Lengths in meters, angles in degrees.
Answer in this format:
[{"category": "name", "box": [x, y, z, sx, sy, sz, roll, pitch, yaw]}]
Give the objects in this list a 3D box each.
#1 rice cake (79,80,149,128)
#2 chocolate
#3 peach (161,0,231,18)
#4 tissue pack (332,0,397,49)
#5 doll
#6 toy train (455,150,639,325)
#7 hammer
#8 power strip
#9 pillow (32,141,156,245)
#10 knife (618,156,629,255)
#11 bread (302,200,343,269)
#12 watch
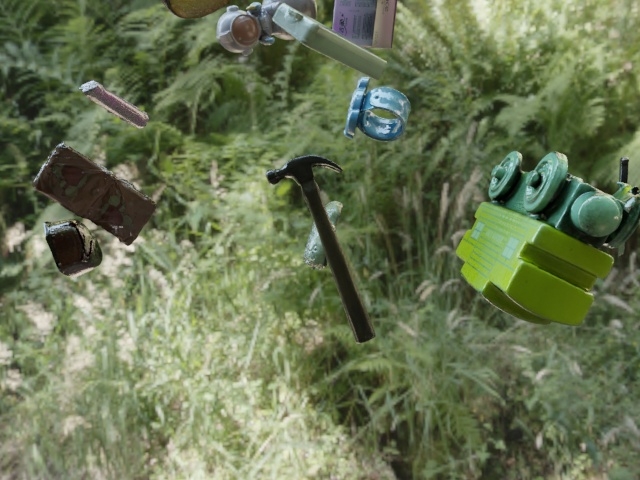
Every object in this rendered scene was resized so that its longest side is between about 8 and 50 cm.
[{"category": "rice cake", "box": [-0.550, -0.365, 1.936, 0.055, 0.049, 0.270, -40, -21, 6]}, {"category": "chocolate", "box": [-0.543, 0.013, 1.591, 0.080, 0.148, 0.125, -24, 28, 2]}, {"category": "peach", "box": [-0.244, -0.558, 1.494, 0.189, 0.068, 0.279, -50, -13, 25]}, {"category": "tissue pack", "box": [0.118, -0.635, 1.882, 0.149, 0.246, 0.092, 18, 20, 37]}, {"category": "doll", "box": [-0.141, -0.548, 1.788, 0.287, 0.151, 0.151, -32, 19, -31]}, {"category": "toy train", "box": [0.367, -0.007, 1.232, 0.179, 0.272, 0.442, 25, 7, -4]}, {"category": "hammer", "box": [0.024, 0.019, 1.610, 0.168, 0.439, 0.044, -20, -4, -2]}, {"category": "power strip", "box": [0.024, -0.385, 1.401, 0.270, 0.046, 0.118, 9, 26, -51]}, {"category": "pillow", "box": [-0.487, -0.102, 1.558, 0.248, 0.135, 0.049, 33, 24, -13]}, {"category": "knife", "box": [0.732, -0.087, 1.724, 0.019, 0.245, 0.072, 4, -8, 11]}, {"category": "bread", "box": [0.000, 0.000, 1.811, 0.064, 0.172, 0.232, 19, 39, -1]}, {"category": "watch", "box": [0.185, -0.402, 2.297, 0.193, 0.210, 0.211, 15, 5, 3]}]
